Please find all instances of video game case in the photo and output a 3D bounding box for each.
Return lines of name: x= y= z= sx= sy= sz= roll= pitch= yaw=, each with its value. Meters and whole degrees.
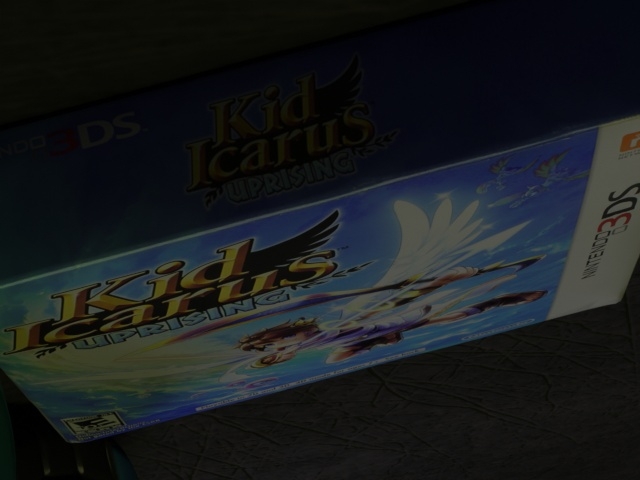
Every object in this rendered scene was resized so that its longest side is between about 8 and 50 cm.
video game case: x=0.000 y=0.000 z=0.707 sx=0.269 sy=0.061 sz=0.244 roll=-15 pitch=161 yaw=-2

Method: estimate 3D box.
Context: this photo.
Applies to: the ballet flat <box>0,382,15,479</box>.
ballet flat: x=-0.194 y=0.058 z=0.689 sx=0.106 sy=0.107 sz=0.316 roll=4 pitch=156 yaw=2

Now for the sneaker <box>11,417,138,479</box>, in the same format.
sneaker: x=-0.229 y=0.150 z=0.925 sx=0.139 sy=0.125 sz=0.341 roll=6 pitch=179 yaw=34
